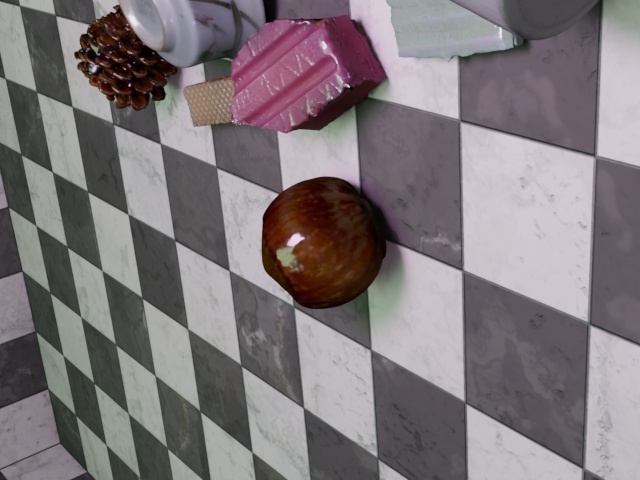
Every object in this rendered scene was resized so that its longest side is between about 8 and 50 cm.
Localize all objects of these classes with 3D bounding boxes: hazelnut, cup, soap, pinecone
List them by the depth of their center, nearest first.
[{"bbox_3d":[-0.045,-0.271,1.645,0.289,0.112,0.182,-31,78,43],"label":"soap"},{"bbox_3d":[0.000,0.000,1.697,0.234,0.218,0.218,58,146,18],"label":"hazelnut"},{"bbox_3d":[-0.267,-0.456,1.803,0.347,0.163,0.347,43,153,28],"label":"cup"},{"bbox_3d":[-0.400,-0.392,2.070,0.221,0.221,0.221,32,133,44],"label":"pinecone"}]

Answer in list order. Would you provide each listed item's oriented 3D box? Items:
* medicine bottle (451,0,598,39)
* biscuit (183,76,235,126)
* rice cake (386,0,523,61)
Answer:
[{"bbox_3d":[0.211,-0.383,1.137,0.232,0.238,0.238,39,137,35],"label":"medicine bottle"},{"bbox_3d":[-0.162,-0.279,1.917,0.378,0.054,0.094,4,111,55],"label":"biscuit"},{"bbox_3d":[0.185,-0.319,1.390,0.237,0.043,0.127,8,116,55],"label":"rice cake"}]
